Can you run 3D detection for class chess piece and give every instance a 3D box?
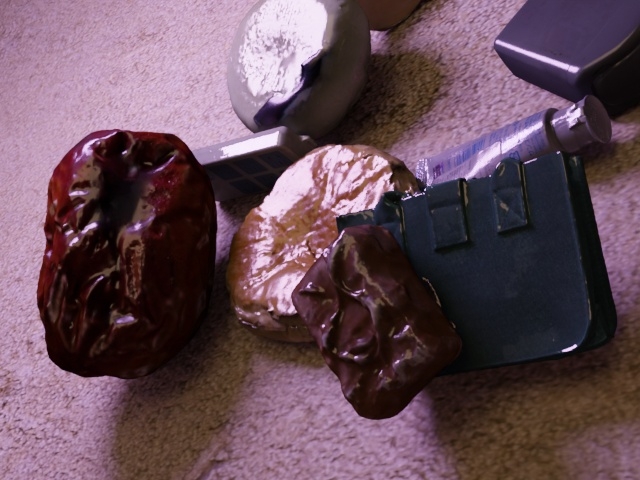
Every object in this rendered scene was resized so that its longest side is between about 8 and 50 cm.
[{"bbox_3d":[0.079,-0.491,1.848,0.307,0.124,0.139,-111,38,-52],"label":"chess piece"}]

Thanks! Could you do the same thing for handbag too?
[{"bbox_3d":[0.176,0.039,1.248,0.326,0.089,0.239,-15,80,37],"label":"handbag"}]

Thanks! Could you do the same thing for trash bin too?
[{"bbox_3d":[0.364,-0.269,1.402,0.177,0.101,0.236,-50,36,-1],"label":"trash bin"}]

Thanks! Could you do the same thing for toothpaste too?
[{"bbox_3d":[0.242,-0.110,1.408,0.299,0.073,0.114,-22,49,41],"label":"toothpaste"}]

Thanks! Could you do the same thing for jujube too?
[{"bbox_3d":[-0.295,0.023,1.603,0.276,0.276,0.377,1,86,43],"label":"jujube"}]

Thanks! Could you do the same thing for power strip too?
[{"bbox_3d":[-0.118,-0.120,1.697,0.270,0.118,0.046,-10,63,37],"label":"power strip"}]

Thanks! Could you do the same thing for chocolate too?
[{"bbox_3d":[0.055,0.088,1.229,0.148,0.093,0.214,-48,60,24],"label":"chocolate"}]

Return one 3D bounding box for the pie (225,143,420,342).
[{"bbox_3d":[0.000,0.000,1.514,0.339,0.083,0.340,-27,43,27],"label":"pie"}]

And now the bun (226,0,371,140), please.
[{"bbox_3d":[-0.016,-0.281,1.712,0.283,0.179,0.283,-17,66,43],"label":"bun"}]
